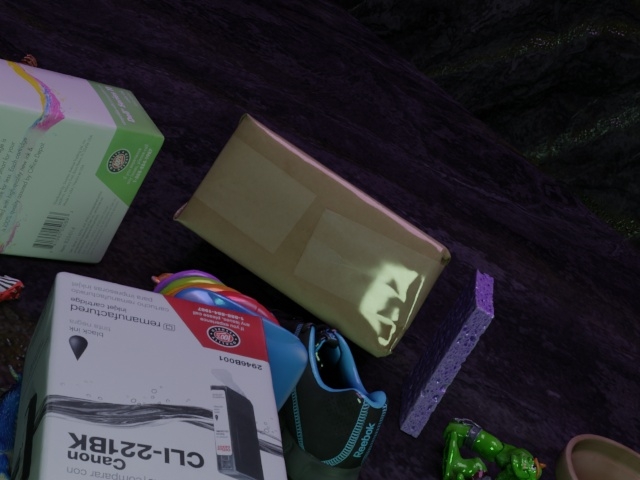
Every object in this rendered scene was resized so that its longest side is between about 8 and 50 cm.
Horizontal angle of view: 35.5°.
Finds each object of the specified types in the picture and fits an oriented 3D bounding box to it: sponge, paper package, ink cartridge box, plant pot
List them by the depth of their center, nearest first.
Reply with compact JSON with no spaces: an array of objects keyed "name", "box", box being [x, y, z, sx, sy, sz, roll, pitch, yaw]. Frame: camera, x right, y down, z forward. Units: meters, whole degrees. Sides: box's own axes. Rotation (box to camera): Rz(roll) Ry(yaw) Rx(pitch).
[{"name":"ink cartridge box","box":[-0.141,0.171,0.814,0.197,0.114,0.273,15,34,-21]},{"name":"ink cartridge box","box":[-0.388,-0.099,1.148,0.353,0.207,0.119,9,33,-43]},{"name":"plant pot","box":[0.385,0.370,1.277,0.237,0.110,0.237,25,25,-12]},{"name":"sponge","box":[0.167,0.149,1.327,0.031,0.210,0.117,28,23,-4]},{"name":"paper package","box":[0.000,0.000,1.369,0.325,0.168,0.309,34,0,5]}]

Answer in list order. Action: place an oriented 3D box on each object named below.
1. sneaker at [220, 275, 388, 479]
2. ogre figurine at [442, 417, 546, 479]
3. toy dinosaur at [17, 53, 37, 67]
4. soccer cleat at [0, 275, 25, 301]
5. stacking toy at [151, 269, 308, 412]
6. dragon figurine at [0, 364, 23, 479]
[{"name":"sneaker","box":[-0.026,0.138,1.203,0.125,0.139,0.341,6,32,-40]},{"name":"ogre figurine","box":[0.213,0.301,1.239,0.118,0.097,0.197,11,10,-3]},{"name":"toy dinosaur","box":[-0.496,-0.211,1.381,0.218,0.164,0.322,45,4,-4]},{"name":"soccer cleat","box":[-0.363,0.055,1.103,0.035,0.029,0.083,29,18,18]},{"name":"stacking toy","box":[-0.147,0.100,1.163,0.175,0.166,0.302,31,7,-24]},{"name":"dragon figurine","box":[-0.328,0.178,0.824,0.289,0.085,0.144,1,37,-50]}]
